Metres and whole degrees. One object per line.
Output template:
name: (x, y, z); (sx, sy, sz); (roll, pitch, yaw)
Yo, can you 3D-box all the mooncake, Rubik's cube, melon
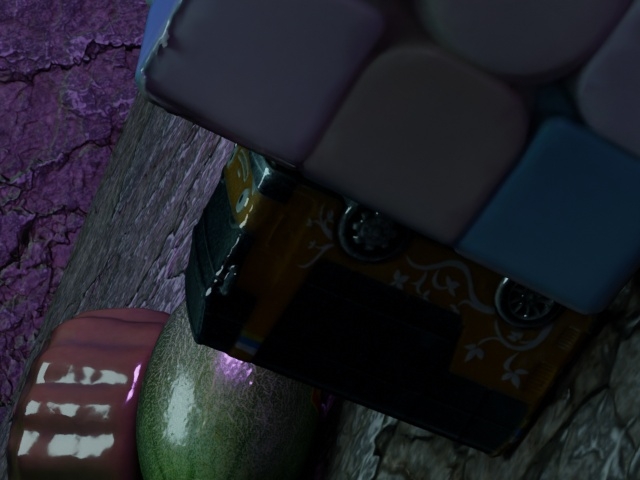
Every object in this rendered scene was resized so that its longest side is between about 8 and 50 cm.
mooncake: (-0.225, 0.216, 1.428); (0.290, 0.161, 0.290); (2, -90, -78)
Rubik's cube: (0.112, -0.224, 0.853); (0.346, 0.347, 0.344); (-54, 21, 26)
melon: (-0.087, 0.149, 1.292); (0.182, 0.182, 0.287); (-41, 31, 50)

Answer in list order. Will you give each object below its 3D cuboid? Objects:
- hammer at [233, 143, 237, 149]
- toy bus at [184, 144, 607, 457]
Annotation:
hammer: (-0.089, 0.038, 1.614); (0.408, 0.095, 0.242); (-69, 19, 3)
toy bus: (0.043, 0.032, 0.949); (0.167, 0.275, 0.138); (-60, 20, 17)
